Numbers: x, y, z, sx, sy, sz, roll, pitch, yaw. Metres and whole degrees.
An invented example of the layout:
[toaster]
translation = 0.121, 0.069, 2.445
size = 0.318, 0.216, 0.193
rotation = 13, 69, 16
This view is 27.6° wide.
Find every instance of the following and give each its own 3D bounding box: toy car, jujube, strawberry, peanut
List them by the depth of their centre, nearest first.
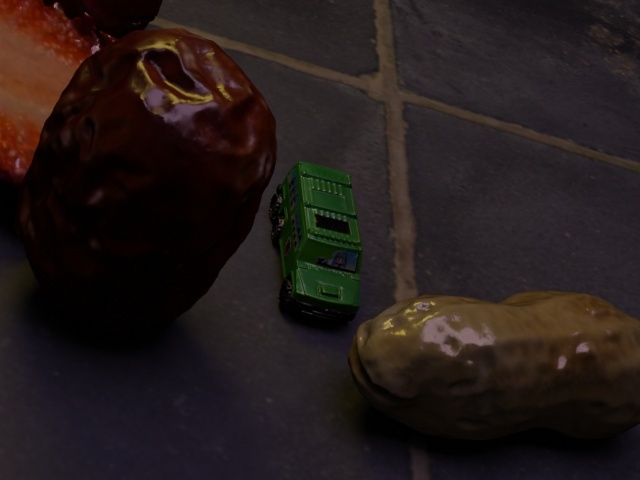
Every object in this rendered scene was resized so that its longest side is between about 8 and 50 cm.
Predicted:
[jujube]
translation = -0.131, -0.041, 0.967
size = 0.174, 0.250, 0.174
rotation = 15, 43, -14
[peanut]
translation = 0.157, 0.100, 1.062
size = 0.290, 0.130, 0.130
rotation = 3, 42, -29
[strawberry]
translation = -0.287, -0.110, 1.091
size = 0.306, 0.138, 0.233
rotation = 32, 50, -34
[toy car]
translation = 0.000, 0.000, 1.144
size = 0.071, 0.062, 0.165
rotation = 13, 39, -17

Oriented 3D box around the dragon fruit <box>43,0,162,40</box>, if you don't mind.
[dragon fruit]
translation = -0.252, -0.289, 1.222
size = 0.252, 0.241, 0.241
rotation = 42, 39, 2
